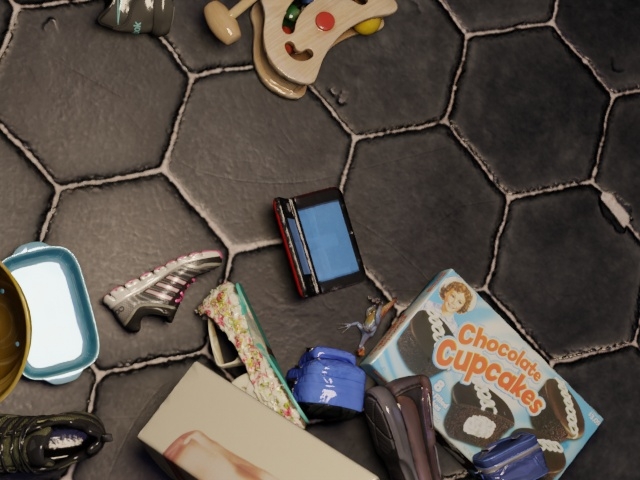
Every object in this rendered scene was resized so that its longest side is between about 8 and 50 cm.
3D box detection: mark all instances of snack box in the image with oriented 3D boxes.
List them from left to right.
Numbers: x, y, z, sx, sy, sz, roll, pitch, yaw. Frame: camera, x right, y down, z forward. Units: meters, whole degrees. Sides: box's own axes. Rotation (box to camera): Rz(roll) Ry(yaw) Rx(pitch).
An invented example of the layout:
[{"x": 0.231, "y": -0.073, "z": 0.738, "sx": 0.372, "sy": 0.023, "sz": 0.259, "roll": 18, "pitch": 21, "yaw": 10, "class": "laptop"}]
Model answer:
[{"x": 0.233, "y": 0.218, "z": 1.845, "sx": 0.322, "sy": 0.060, "sz": 0.187, "roll": 44, "pitch": 73, "yaw": -7, "class": "snack box"}]

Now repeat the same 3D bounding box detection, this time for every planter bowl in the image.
[{"x": -0.431, "y": 0.107, "z": 1.614, "sx": 0.217, "sy": 0.090, "sz": 0.217, "roll": 1, "pitch": 92, "yaw": 22, "class": "planter bowl"}]

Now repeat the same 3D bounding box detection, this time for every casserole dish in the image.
[{"x": -0.359, "y": 0.096, "z": 1.687, "sx": 0.114, "sy": 0.037, "sz": 0.188, "roll": -14, "pitch": 86, "yaw": -19, "class": "casserole dish"}]

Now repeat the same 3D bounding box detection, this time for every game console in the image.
[{"x": 0.000, "y": 0.000, "z": 1.793, "sx": 0.085, "sy": 0.124, "sz": 0.144, "roll": -18, "pitch": 87, "yaw": 7, "class": "game console"}]

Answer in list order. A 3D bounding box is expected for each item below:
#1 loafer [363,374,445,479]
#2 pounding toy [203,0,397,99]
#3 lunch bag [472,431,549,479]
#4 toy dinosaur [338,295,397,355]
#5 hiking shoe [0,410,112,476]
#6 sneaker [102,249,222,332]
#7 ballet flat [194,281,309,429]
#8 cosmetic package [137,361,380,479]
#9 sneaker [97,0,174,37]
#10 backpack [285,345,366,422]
[{"x": 0.146, "y": 0.328, "z": 1.758, "sx": 0.095, "sy": 0.109, "sz": 0.303, "roll": -21, "pitch": 103, "yaw": -21, "class": "loafer"}, {"x": -0.014, "y": -0.299, "z": 1.791, "sx": 0.269, "sy": 0.155, "sz": 0.154, "roll": -22, "pitch": 85, "yaw": -19, "class": "pounding toy"}, {"x": 0.257, "y": 0.305, "z": 1.775, "sx": 0.098, "sy": 0.067, "sz": 0.065, "roll": -23, "pitch": 91, "yaw": -15, "class": "lunch bag"}, {"x": 0.075, "y": 0.123, "z": 1.822, "sx": 0.090, "sy": 0.047, "sz": 0.082, "roll": 3, "pitch": 100, "yaw": -28, "class": "toy dinosaur"}, {"x": -0.378, "y": 0.254, "z": 1.617, "sx": 0.226, "sy": 0.114, "sz": 0.086, "roll": -10, "pitch": 85, "yaw": -19, "class": "hiking shoe"}, {"x": -0.202, "y": 0.070, "z": 1.729, "sx": 0.170, "sy": 0.063, "sz": 0.075, "roll": -27, "pitch": 90, "yaw": -14, "class": "sneaker"}, {"x": -0.095, "y": 0.164, "z": 1.714, "sx": 0.077, "sy": 0.091, "sz": 0.241, "roll": -29, "pitch": 60, "yaw": -1, "class": "ballet flat"}, {"x": -0.066, "y": 0.298, "z": 1.615, "sx": 0.296, "sy": 0.153, "sz": 0.129, "roll": 29, "pitch": 70, "yaw": 29, "class": "cosmetic package"}, {"x": -0.263, "y": -0.411, "z": 1.758, "sx": 0.106, "sy": 0.101, "sz": 0.267, "roll": -5, "pitch": 83, "yaw": -16, "class": "sneaker"}, {"x": 0.006, "y": 0.194, "z": 1.745, "sx": 0.098, "sy": 0.120, "sz": 0.101, "roll": 8, "pitch": 80, "yaw": -16, "class": "backpack"}]
